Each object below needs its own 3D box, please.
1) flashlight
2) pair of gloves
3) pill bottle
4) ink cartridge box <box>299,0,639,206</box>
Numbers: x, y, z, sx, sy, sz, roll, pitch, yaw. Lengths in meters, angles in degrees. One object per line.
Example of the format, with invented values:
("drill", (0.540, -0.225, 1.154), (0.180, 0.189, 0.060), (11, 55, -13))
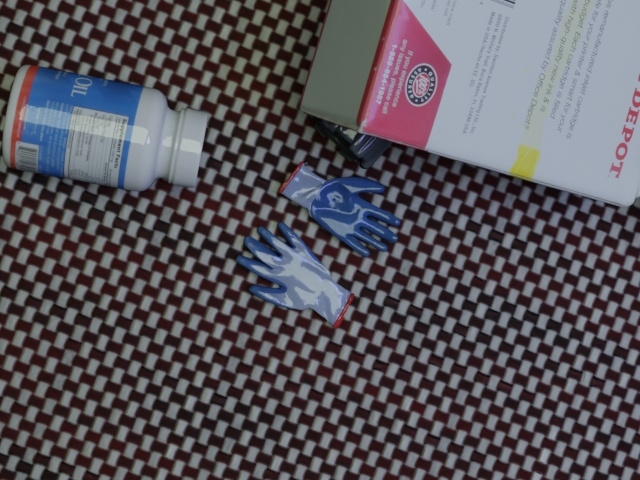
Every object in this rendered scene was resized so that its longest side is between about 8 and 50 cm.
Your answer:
("flashlight", (0.118, -0.228, 1.495), (0.103, 0.103, 0.304), (41, 86, -2))
("pair of gloves", (0.000, 0.000, 1.517), (0.159, 0.023, 0.198), (33, 87, -7))
("pill bottle", (-0.247, -0.125, 1.441), (0.221, 0.124, 0.124), (10, 88, -7))
("ink cartridge box", (0.207, -0.218, 1.397), (0.384, 0.160, 0.279), (14, 95, -28))
